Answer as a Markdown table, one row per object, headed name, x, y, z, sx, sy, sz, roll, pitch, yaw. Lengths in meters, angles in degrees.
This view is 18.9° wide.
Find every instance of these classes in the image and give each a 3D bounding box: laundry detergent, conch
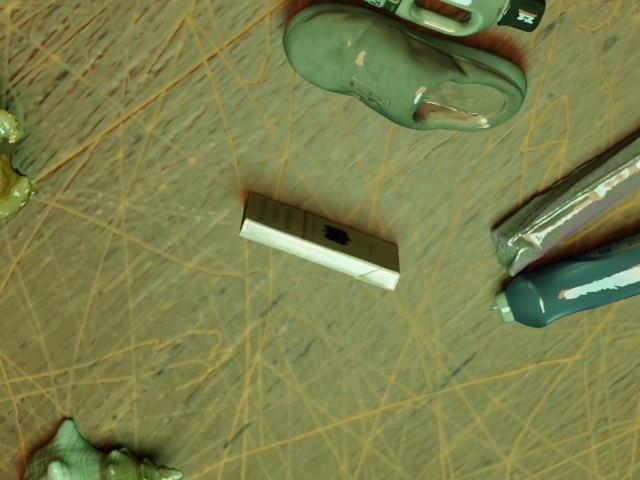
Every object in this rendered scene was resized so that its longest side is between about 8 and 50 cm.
| name | x | y | z | sx | sy | sz | roll | pitch | yaw |
| --- | --- | --- | --- | --- | --- | --- | --- | --- | --- |
| laundry detergent | 0.111 | -0.257 | 1.880 | 0.225 | 0.070 | 0.099 | 20 | 108 | -7 |
| laundry detergent | 0.270 | 0.041 | 1.974 | 0.206 | 0.096 | 0.061 | -19 | 103 | 12 |
| conch | -0.259 | 0.264 | 2.057 | 0.234 | 0.114 | 0.137 | 3 | 97 | 6 |

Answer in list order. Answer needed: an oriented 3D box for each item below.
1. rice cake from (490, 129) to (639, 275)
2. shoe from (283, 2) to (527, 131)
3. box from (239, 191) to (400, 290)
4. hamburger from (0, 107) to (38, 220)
| name | x | y | z | sx | sy | sz | roll | pitch | yaw |
| --- | --- | --- | --- | --- | --- | --- | --- | --- | --- |
| rice cake | 0.287 | -0.056 | 1.958 | 0.270 | 0.055 | 0.049 | -35 | 110 | 11 |
| shoe | 0.083 | -0.154 | 1.891 | 0.251 | 0.100 | 0.103 | 13 | 135 | -9 |
| box | 0.000 | 0.000 | 1.964 | 0.167 | 0.090 | 0.024 | 20 | 108 | -6 |
| hamburger | -0.473 | -0.059 | 1.901 | 0.330 | 0.209 | 0.162 | -20 | 102 | -30 |
